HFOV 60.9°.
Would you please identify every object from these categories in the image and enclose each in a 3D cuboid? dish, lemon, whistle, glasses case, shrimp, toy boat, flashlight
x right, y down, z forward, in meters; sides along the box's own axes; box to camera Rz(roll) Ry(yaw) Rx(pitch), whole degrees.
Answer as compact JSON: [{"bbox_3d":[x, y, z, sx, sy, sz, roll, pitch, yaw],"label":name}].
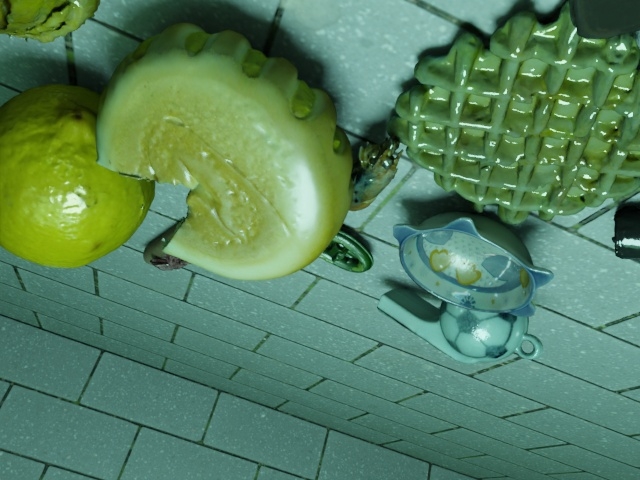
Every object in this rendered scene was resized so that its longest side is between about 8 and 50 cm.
[{"bbox_3d":[0.238,0.016,0.818,0.228,0.086,0.236,-11,133,49],"label":"dish"},{"bbox_3d":[-0.372,-0.090,0.798,0.260,0.260,0.284,30,119,-22],"label":"lemon"},{"bbox_3d":[0.255,0.122,0.964,0.289,0.163,0.163,31,159,30],"label":"whistle"},{"bbox_3d":[-0.297,0.033,1.146,0.102,0.070,0.193,32,147,-27],"label":"glasses case"},{"bbox_3d":[0.031,-0.103,0.739,0.143,0.052,0.251,36,156,-9],"label":"shrimp"},{"bbox_3d":[0.000,0.000,0.958,0.210,0.052,0.104,26,147,-15],"label":"toy boat"},{"bbox_3d":[0.491,-0.003,0.672,0.232,0.093,0.093,1,147,26],"label":"flashlight"}]

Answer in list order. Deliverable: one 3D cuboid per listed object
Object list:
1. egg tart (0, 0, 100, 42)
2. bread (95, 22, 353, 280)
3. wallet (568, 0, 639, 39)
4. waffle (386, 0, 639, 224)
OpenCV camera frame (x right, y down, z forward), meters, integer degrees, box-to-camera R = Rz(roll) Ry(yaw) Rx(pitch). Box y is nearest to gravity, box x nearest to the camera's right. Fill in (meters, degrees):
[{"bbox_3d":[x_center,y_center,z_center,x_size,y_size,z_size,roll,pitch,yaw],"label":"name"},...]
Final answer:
[{"bbox_3d":[-0.371,-0.311,0.549,0.294,0.123,0.294,12,148,8],"label":"egg tart"},{"bbox_3d":[-0.107,-0.106,0.685,0.333,0.160,0.333,8,125,12],"label":"bread"},{"bbox_3d":[0.237,-0.280,0.350,0.165,0.042,0.309,-9,140,23],"label":"wallet"},{"bbox_3d":[0.241,-0.119,0.632,0.309,0.056,0.292,34,146,-30],"label":"waffle"}]
